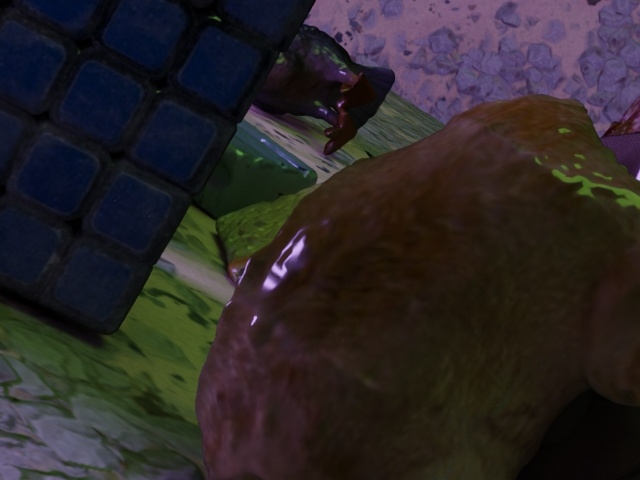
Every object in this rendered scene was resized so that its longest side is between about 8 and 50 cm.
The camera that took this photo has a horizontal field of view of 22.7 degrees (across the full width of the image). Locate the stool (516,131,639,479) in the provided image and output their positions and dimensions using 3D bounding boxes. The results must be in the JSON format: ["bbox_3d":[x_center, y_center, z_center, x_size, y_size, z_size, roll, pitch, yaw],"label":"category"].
[{"bbox_3d":[0.179,0.094,0.866,0.272,0.272,0.178,40,-2,41],"label":"stool"}]

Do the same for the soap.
[{"bbox_3d":[-0.104,-0.084,1.357,0.114,0.063,0.198,15,18,-49],"label":"soap"}]

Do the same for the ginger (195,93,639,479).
[{"bbox_3d":[0.074,0.048,0.743,0.221,0.276,0.130,15,-20,17],"label":"ginger"}]

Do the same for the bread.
[{"bbox_3d":[0.000,0.000,1.182,0.152,0.127,0.147,9,18,-18],"label":"bread"}]

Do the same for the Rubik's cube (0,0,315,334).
[{"bbox_3d":[-0.169,-0.121,0.902,0.237,0.237,0.238,29,10,-17],"label":"Rubik's cube"}]

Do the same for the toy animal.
[{"bbox_3d":[-0.017,-0.198,1.952,0.185,0.122,0.298,31,18,23],"label":"toy animal"}]

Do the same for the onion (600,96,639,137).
[{"bbox_3d":[0.399,-0.004,1.624,0.345,0.358,0.358,55,4,-17],"label":"onion"}]
